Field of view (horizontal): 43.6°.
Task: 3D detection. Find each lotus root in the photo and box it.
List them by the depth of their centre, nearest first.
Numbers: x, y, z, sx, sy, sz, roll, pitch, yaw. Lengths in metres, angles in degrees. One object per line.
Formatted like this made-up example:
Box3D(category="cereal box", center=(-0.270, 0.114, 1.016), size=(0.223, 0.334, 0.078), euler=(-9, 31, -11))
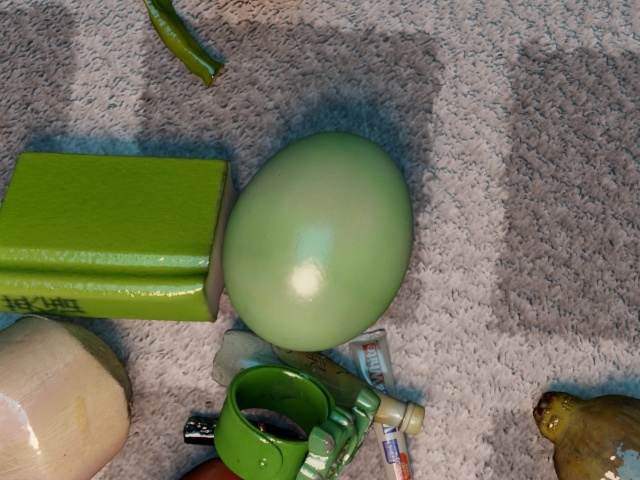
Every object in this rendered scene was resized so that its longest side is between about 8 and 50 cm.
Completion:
Box3D(category="lotus root", center=(0.391, 0.296, 0.965), size=(0.309, 0.173, 0.173), euler=(38, 85, 10))

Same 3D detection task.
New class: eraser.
Box3D(category="eraser", center=(-0.250, -0.005, 0.985), size=(0.274, 0.092, 0.210), euler=(5, 57, 0))

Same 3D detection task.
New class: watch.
Box3D(category="watch", center=(-0.034, 0.212, 0.910), size=(0.152, 0.165, 0.131), euler=(29, 122, 17))

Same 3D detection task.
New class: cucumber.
Box3D(category="cucumber", center=(-0.092, 0.250, 1.021), size=(0.163, 0.039, 0.043), euler=(2, 105, 2))

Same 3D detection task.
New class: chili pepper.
Box3D(category="chili pepper", center=(-0.198, -0.294, 1.068), size=(0.052, 0.050, 0.202), euler=(-31, 89, -42))

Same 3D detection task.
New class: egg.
Box3D(category="egg", center=(0.000, 0.000, 0.954), size=(0.220, 0.220, 0.270), euler=(27, 75, 2))

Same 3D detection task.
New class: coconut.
Box3D(category="coconut", center=(-0.346, 0.207, 0.922), size=(0.224, 0.224, 0.234), euler=(40, 53, 3))

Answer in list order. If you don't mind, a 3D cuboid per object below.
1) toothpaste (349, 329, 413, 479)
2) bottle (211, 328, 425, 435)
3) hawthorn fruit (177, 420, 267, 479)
Box3D(category="toothpaste", center=(0.083, 0.226, 1.030), size=(0.052, 0.033, 0.218), euler=(-12, 80, -5))
Box3D(category="bottle", center=(-0.001, 0.183, 0.998), size=(0.269, 0.083, 0.083), euler=(18, 85, 7))
Box3D(category="hawthorn fruit", center=(-0.101, 0.336, 0.934), size=(0.208, 0.208, 0.248), euler=(24, 77, 2))
